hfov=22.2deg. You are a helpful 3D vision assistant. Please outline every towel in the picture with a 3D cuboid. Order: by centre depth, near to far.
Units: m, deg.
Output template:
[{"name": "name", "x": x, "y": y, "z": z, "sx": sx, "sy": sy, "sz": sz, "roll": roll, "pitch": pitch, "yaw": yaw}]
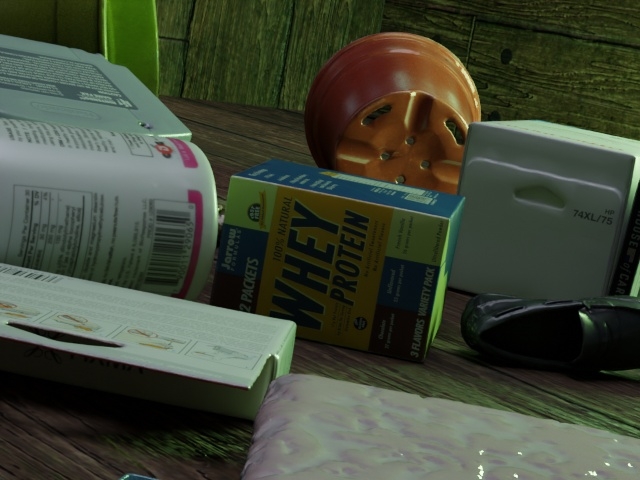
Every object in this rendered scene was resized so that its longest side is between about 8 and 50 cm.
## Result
[{"name": "towel", "x": 0.108, "y": 0.163, "z": 0.948, "sx": 0.317, "sy": 0.053, "sz": 0.332, "roll": 11, "pitch": 9, "yaw": 0}]

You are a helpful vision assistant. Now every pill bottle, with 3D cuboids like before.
[{"name": "pill bottle", "x": -0.244, "y": -0.021, "z": 1.381, "sx": 0.283, "sy": 0.160, "sz": 0.160, "roll": 6, "pitch": 9, "yaw": -28}]

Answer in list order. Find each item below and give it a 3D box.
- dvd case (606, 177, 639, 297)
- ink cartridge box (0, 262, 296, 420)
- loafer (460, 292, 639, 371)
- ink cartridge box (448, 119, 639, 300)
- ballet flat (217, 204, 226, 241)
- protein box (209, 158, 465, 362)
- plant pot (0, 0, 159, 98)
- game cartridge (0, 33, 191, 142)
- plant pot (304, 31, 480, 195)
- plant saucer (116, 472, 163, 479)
[{"name": "dvd case", "x": 0.374, "y": 0.012, "z": 1.812, "sx": 0.029, "sy": 0.179, "sz": 0.239, "roll": 18, "pitch": 12, "yaw": 24}, {"name": "ink cartridge box", "x": -0.166, "y": 0.078, "z": 1.165, "sx": 0.275, "sy": 0.060, "sz": 0.239, "roll": 11, "pitch": 10, "yaw": 4}, {"name": "loafer", "x": 0.242, "y": 0.091, "z": 1.518, "sx": 0.223, "sy": 0.076, "sz": 0.078, "roll": 4, "pitch": 14, "yaw": -6}, {"name": "ink cartridge box", "x": 0.289, "y": -0.030, "z": 1.930, "sx": 0.198, "sy": 0.197, "sz": 0.270, "roll": 14, "pitch": 9, "yaw": 22}, {"name": "ballet flat", "x": -0.055, "y": -0.020, "z": 1.933, "sx": 0.250, "sy": 0.058, "sz": 0.084, "roll": 6, "pitch": 9, "yaw": -22}, {"name": "protein box", "x": 0.020, "y": 0.013, "z": 1.544, "sx": 0.201, "sy": 0.136, "sz": 0.200, "roll": 11, "pitch": 9, "yaw": 7}, {"name": "plant pot", "x": -0.443, "y": -0.277, "z": 2.376, "sx": 0.353, "sy": 0.366, "sz": 0.366, "roll": -1, "pitch": 7, "yaw": 6}, {"name": "game cartridge", "x": -0.275, "y": -0.132, "z": 1.531, "sx": 0.294, "sy": 0.060, "sz": 0.196, "roll": 6, "pitch": 24, "yaw": -42}, {"name": "plant pot", "x": 0.113, "y": -0.147, "z": 2.374, "sx": 0.272, "sy": 0.272, "sz": 0.265, "roll": 9, "pitch": 16, "yaw": -4}, {"name": "plant saucer", "x": -0.104, "y": 0.158, "z": 0.850, "sx": 0.067, "sy": 0.018, "sz": 0.192, "roll": 12, "pitch": 10, "yaw": 12}]
